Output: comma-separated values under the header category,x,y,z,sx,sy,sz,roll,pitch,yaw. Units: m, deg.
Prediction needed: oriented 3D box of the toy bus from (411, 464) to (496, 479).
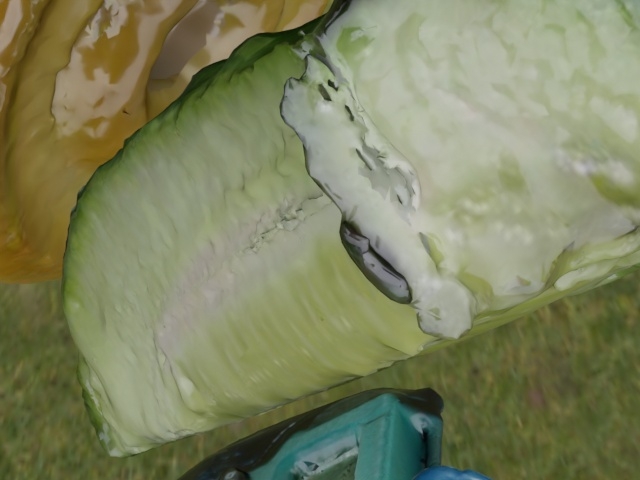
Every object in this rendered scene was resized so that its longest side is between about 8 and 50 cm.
category,x,y,z,sx,sy,sz,roll,pitch,yaw
toy bus,0.030,0.186,0.557,0.113,0.134,0.246,30,142,19

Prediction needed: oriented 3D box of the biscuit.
category,x,y,z,sx,sy,sz,roll,pitch,yaw
biscuit,-0.084,-0.107,0.844,0.102,0.296,0.296,35,106,22

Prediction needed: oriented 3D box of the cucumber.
category,x,y,z,sx,sy,sz,roll,pitch,yaw
cucumber,0.001,-0.002,0.592,0.145,0.325,0.105,-19,83,-25

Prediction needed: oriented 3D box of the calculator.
category,x,y,z,sx,sy,sz,roll,pitch,yaw
calculator,-0.063,0.192,0.973,0.274,0.248,0.058,-27,111,18
